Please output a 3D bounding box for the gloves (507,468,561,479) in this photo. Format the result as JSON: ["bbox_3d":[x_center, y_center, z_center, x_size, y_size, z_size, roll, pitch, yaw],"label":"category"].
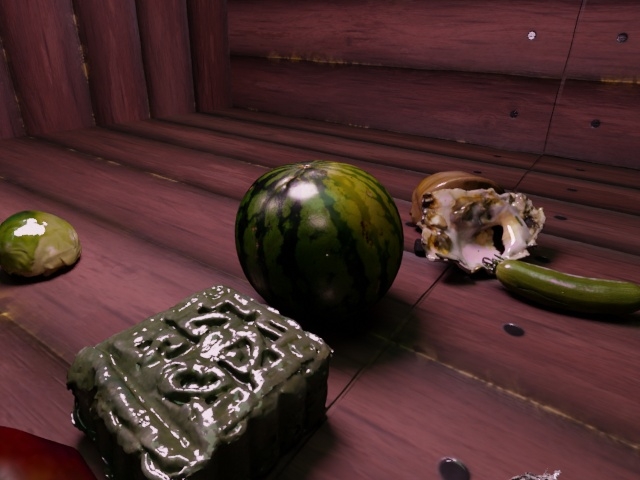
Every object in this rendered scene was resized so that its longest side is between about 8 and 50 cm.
[{"bbox_3d":[0.191,0.278,0.400,0.153,0.070,0.114,-11,29,-22],"label":"gloves"}]

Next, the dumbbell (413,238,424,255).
[{"bbox_3d":[0.263,0.018,0.989,0.083,0.040,0.036,6,-5,6],"label":"dumbbell"}]

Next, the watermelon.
[{"bbox_3d":[0.000,0.000,0.725,0.285,0.285,0.285,2,26,-1],"label":"watermelon"}]

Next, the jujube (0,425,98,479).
[{"bbox_3d":[-0.325,0.221,0.258,0.376,0.259,0.258,3,26,-3],"label":"jujube"}]

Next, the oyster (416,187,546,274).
[{"bbox_3d":[0.363,-0.015,0.950,0.354,0.107,0.201,-4,65,-15],"label":"oyster"}]

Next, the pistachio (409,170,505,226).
[{"bbox_3d":[0.360,-0.096,1.070,0.260,0.163,0.213,-5,-18,-15],"label":"pistachio"}]

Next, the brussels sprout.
[{"bbox_3d":[-0.580,-0.002,0.859,0.151,0.122,0.149,20,34,35],"label":"brussels sprout"}]

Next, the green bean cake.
[{"bbox_3d":[-0.145,0.180,0.520,0.241,0.132,0.255,27,34,34],"label":"green bean cake"}]

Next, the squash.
[{"bbox_3d":[0.471,0.092,0.800,0.318,0.080,0.071,10,19,19],"label":"squash"}]
